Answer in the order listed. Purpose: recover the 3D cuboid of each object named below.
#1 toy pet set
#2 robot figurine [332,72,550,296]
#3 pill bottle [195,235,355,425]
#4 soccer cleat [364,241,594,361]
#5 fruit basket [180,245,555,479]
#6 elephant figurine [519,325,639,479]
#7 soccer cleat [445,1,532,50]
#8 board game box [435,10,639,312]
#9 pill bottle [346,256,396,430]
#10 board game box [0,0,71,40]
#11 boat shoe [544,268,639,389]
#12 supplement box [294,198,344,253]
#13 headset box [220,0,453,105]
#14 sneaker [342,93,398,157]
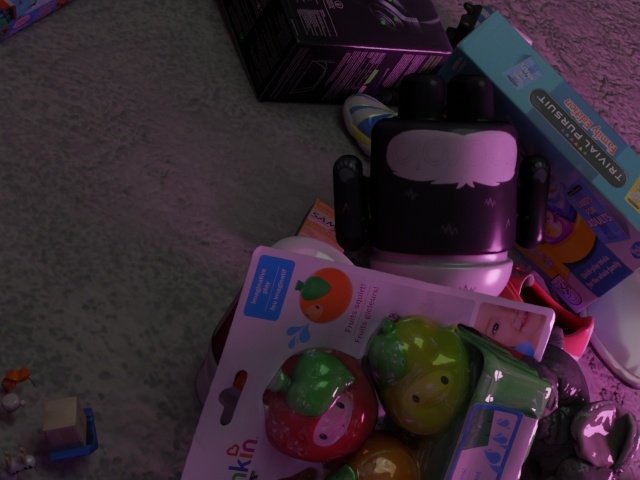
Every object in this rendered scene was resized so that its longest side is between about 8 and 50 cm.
[{"bbox_3d":[-0.291,0.195,1.623,0.114,0.065,0.122,-10,45,4],"label":"toy pet set"},{"bbox_3d":[0.139,-0.052,1.817,0.209,0.278,0.173,4,7,27],"label":"robot figurine"},{"bbox_3d":[-0.049,0.106,1.720,0.121,0.221,0.121,18,44,-18],"label":"pill bottle"},{"bbox_3d":[0.200,0.053,2.008,0.318,0.116,0.108,37,41,3],"label":"soccer cleat"},{"bbox_3d":[0.048,0.191,1.596,0.353,0.327,0.165,12,13,-32],"label":"fruit basket"},{"bbox_3d":[0.295,0.254,1.877,0.239,0.186,0.169,48,5,0],"label":"elephant figurine"},{"bbox_3d":[0.242,-0.230,2.304,0.143,0.116,0.331,27,41,-7],"label":"soccer cleat"},{"bbox_3d":[0.267,-0.087,1.942,0.336,0.254,0.079,46,67,5],"label":"board game box"},{"bbox_3d":[0.048,0.149,1.811,0.130,0.130,0.245,-10,57,-38],"label":"pill bottle"},{"bbox_3d":[-0.419,-0.345,2.050,0.160,0.039,0.211,40,41,7],"label":"board game box"},{"bbox_3d":[0.370,0.075,2.104,0.116,0.099,0.319,-16,56,-13],"label":"boat shoe"},{"bbox_3d":[0.000,0.000,1.992,0.062,0.036,0.098,31,41,-4],"label":"supplement box"},{"bbox_3d":[0.023,-0.325,2.228,0.283,0.131,0.246,-2,58,-33],"label":"headset box"},{"bbox_3d":[0.141,-0.140,2.146,0.240,0.126,0.091,43,42,10],"label":"sneaker"}]
